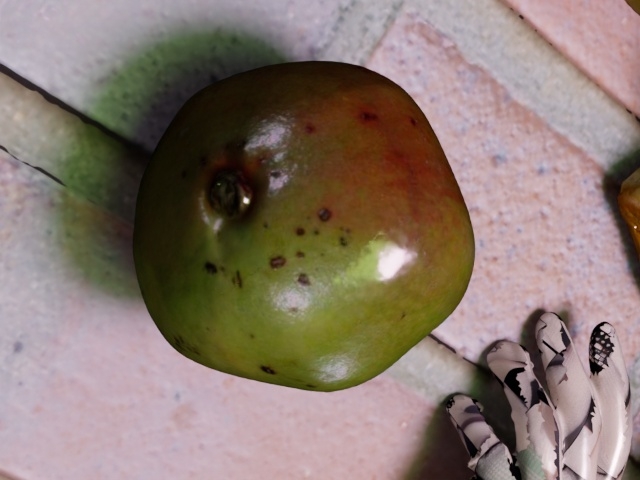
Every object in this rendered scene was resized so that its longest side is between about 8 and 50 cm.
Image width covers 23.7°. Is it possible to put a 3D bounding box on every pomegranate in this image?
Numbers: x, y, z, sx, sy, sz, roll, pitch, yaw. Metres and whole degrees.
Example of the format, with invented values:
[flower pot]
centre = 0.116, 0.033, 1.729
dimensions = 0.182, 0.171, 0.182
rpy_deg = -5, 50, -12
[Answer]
[pomegranate]
centre = 0.000, 0.000, 0.810
dimensions = 0.180, 0.180, 0.210
rpy_deg = -54, 156, -1

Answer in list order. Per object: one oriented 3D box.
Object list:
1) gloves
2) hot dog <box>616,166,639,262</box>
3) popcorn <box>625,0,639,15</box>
[gloves]
centre = 0.141, 0.152, 0.990
dimensions = 0.128, 0.111, 0.212
rpy_deg = 27, 102, -32
[hot dog]
centre = 0.283, 0.050, 1.052
dimensions = 0.068, 0.083, 0.289
rpy_deg = -54, 129, -25
[popcorn]
centre = 0.290, -0.224, 0.803
dimensions = 0.316, 0.280, 0.297
rpy_deg = -6, 157, -26
